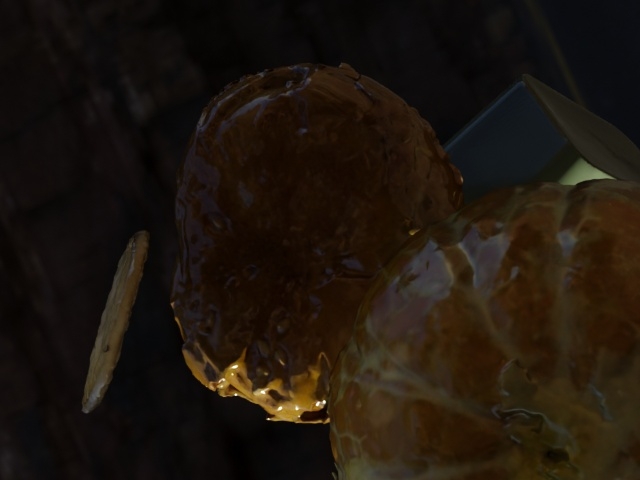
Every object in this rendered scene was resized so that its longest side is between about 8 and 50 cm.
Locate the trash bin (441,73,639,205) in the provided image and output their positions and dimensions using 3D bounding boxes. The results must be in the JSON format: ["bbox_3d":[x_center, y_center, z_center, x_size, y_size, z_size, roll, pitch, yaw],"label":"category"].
[{"bbox_3d":[0.153,0.030,1.770,0.223,0.343,0.158,24,-150,-47],"label":"trash bin"}]

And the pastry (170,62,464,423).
[{"bbox_3d":[0.000,0.000,1.620,0.162,0.255,0.311,-15,-65,-70],"label":"pastry"}]

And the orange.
[{"bbox_3d":[0.166,0.120,1.233,0.329,0.329,0.249,65,-175,8],"label":"orange"}]

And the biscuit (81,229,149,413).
[{"bbox_3d":[-0.163,0.062,1.472,0.152,0.020,0.152,-164,90,-81],"label":"biscuit"}]
